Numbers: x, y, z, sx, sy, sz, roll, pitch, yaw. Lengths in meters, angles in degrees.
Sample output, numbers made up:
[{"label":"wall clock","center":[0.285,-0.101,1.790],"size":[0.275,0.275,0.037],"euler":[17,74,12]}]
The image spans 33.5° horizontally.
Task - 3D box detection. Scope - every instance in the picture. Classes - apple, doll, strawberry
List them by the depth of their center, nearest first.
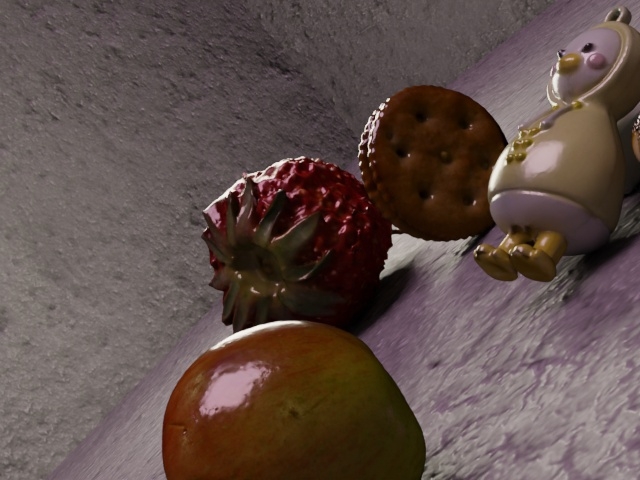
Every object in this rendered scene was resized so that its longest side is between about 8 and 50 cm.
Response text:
[{"label":"apple","center":[-0.015,0.153,0.805],"size":[0.196,0.196,0.196],"euler":[-40,6,5]},{"label":"doll","center":[0.234,-0.097,1.004],"size":[0.141,0.117,0.296],"euler":[-11,59,63]},{"label":"strawberry","center":[0.002,0.001,1.556],"size":[0.292,0.292,0.343],"euler":[-36,-6,39]}]

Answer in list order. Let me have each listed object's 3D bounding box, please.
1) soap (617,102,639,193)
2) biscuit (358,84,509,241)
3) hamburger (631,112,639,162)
[{"label":"soap","center":[0.299,-0.091,1.153],"size":[0.121,0.064,0.183],"euler":[-43,8,-22]},{"label":"biscuit","center":[0.156,-0.104,1.404],"size":[0.220,0.220,0.066],"euler":[-44,3,-24]},{"label":"hamburger","center":[0.327,-0.093,0.865],"size":[0.164,0.093,0.189],"euler":[-40,8,8]}]
